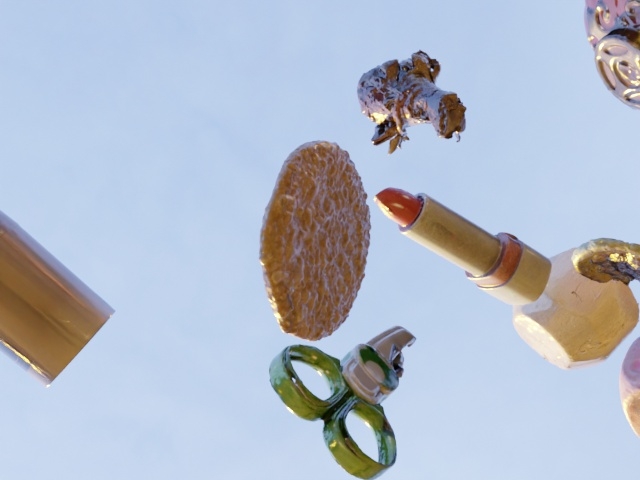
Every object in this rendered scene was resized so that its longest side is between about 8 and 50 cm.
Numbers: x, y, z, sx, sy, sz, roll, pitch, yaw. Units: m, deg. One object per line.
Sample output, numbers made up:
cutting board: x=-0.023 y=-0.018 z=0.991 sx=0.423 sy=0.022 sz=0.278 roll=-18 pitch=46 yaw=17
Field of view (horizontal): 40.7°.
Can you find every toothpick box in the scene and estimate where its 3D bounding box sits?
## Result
toothpick box: x=-0.315 y=0.053 z=0.888 sx=0.181 sy=0.111 sz=0.111 roll=42 pitch=-97 yaw=-8

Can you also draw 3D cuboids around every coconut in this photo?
coconut: x=0.362 y=0.091 z=1.213 sx=0.162 sy=0.161 sz=0.161 roll=-42 pitch=-56 yaw=-13

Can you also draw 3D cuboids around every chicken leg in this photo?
chicken leg: x=0.117 y=-0.174 z=1.065 sx=0.080 sy=0.196 sz=0.125 roll=3 pitch=-92 yaw=-30

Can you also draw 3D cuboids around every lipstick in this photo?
lipstick: x=0.126 y=-0.004 z=0.804 sx=0.186 sy=0.063 sz=0.057 roll=29 pitch=-106 yaw=-22

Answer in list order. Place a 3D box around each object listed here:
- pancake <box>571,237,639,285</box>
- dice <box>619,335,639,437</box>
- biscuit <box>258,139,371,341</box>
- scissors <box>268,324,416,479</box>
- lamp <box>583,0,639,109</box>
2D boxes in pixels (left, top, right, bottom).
pancake: x=0.371 y=0.029 z=1.052 sx=0.116 sy=0.129 sz=0.022 roll=35 pitch=-115 yaw=-37
dice: x=0.328 y=0.131 z=0.765 sx=0.091 sy=0.093 sz=0.094 roll=58 pitch=-133 yaw=-20
biscuit: x=0.000 y=0.000 z=0.498 sx=0.120 sy=0.015 sz=0.120 roll=-13 pitch=-76 yaw=-60
scissors: x=0.032 y=0.097 z=0.619 sx=0.027 sy=0.101 sz=0.204 roll=-44 pitch=-6 yaw=21
lamp: x=0.480 y=-0.284 z=1.103 sx=0.257 sy=0.303 sz=0.303 roll=-38 pitch=-56 yaw=-9
